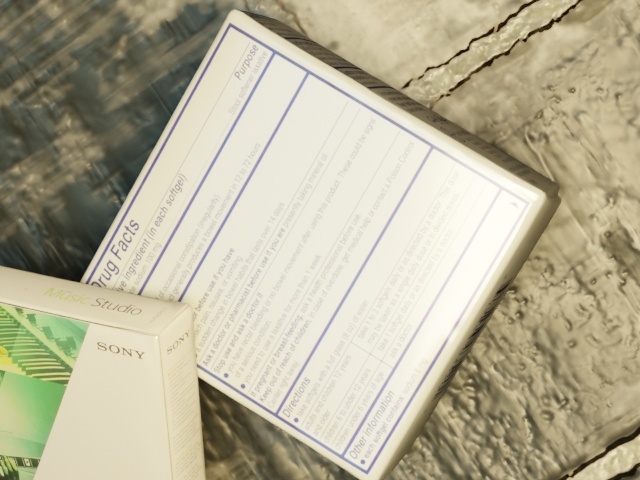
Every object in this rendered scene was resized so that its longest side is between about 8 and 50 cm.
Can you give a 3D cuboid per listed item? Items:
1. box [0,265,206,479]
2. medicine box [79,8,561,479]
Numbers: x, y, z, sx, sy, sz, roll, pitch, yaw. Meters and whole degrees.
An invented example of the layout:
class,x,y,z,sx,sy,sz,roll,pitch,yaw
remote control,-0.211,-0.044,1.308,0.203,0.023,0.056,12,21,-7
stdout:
class,x,y,z,sx,sy,sz,roll,pitch,yaw
box,-0.204,0.178,1.456,0.232,0.058,0.322,10,120,24
medicine box,0.000,0.000,1.437,0.289,0.149,0.263,32,100,9
